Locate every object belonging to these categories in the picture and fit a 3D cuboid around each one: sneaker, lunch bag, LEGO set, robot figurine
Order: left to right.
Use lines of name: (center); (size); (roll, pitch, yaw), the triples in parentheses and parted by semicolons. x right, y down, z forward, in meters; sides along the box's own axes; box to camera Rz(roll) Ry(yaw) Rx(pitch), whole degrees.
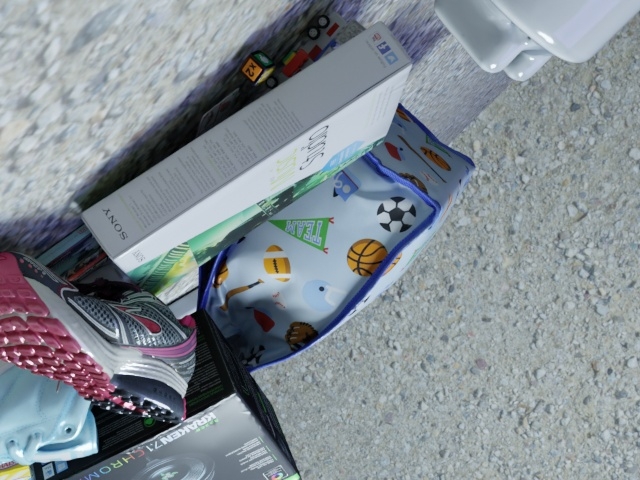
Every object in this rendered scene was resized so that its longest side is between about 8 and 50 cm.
sneaker: (-0.308, 0.185, 0.941); (0.366, 0.150, 0.135); (-41, 173, -17)
sneaker: (-0.211, 0.078, 0.842); (0.299, 0.120, 0.112); (54, 45, -60)
LEGO set: (-0.050, -0.127, 0.905); (0.182, 0.060, 0.244); (-44, 175, -27)
lunch bag: (0.000, 0.000, 1.283); (0.385, 0.239, 0.328); (-53, 172, 23)
robot figurine: (0.280, -0.328, 0.944); (0.353, 0.200, 0.300); (-45, 159, 27)

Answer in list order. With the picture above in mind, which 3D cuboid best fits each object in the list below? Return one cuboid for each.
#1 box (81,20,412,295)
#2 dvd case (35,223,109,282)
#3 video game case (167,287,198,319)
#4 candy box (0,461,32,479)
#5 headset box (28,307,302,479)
box: (-0.065, -0.066, 0.906); (0.322, 0.058, 0.232); (-33, 171, -8)
dvd case: (-0.239, 0.019, 0.889); (0.087, 0.013, 0.119); (-40, 174, -26)
video game case: (-0.290, 0.185, 1.628); (0.300, 0.036, 0.329); (-47, 174, 30)
candy box: (-0.410, 0.317, 1.182); (0.205, 0.027, 0.105); (-15, 139, -5)
headset box: (-0.183, 0.253, 1.126); (0.246, 0.131, 0.283); (-26, 141, -2)
